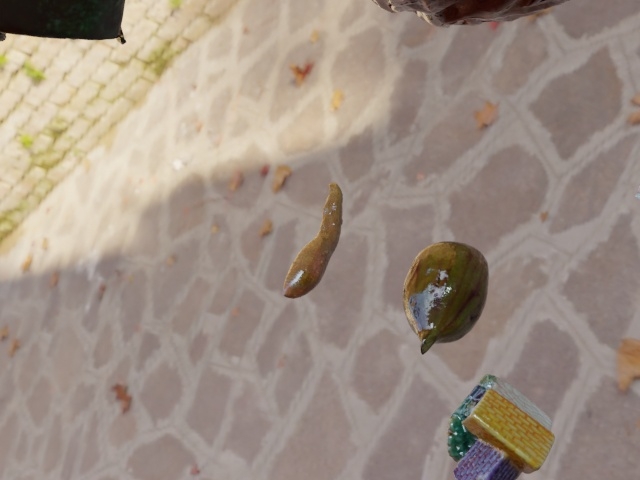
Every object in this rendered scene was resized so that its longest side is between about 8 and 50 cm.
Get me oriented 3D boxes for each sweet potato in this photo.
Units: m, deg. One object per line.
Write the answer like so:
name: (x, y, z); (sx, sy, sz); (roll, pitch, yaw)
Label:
sweet potato: (0.001, 0.000, 1.527); (0.050, 0.050, 0.214); (-25, 32, 48)

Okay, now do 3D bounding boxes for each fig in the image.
fig: (0.142, 0.072, 1.236); (0.103, 0.109, 0.155); (5, 36, 22)

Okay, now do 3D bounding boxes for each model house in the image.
model house: (0.167, 0.202, 1.036); (0.101, 0.088, 0.100); (-54, -6, 15)

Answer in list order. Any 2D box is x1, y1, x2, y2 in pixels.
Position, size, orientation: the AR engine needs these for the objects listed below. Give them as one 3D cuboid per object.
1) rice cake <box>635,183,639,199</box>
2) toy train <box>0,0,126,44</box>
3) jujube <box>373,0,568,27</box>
rice cake: (0.517, -0.080, 1.613); (0.043, 0.211, 0.034); (32, 108, 16)
toy train: (-0.138, -0.240, 0.479); (0.178, 0.138, 0.330); (48, 130, 53)
jujube: (0.124, -0.298, 0.803); (0.276, 0.276, 0.377); (-63, 13, 10)
